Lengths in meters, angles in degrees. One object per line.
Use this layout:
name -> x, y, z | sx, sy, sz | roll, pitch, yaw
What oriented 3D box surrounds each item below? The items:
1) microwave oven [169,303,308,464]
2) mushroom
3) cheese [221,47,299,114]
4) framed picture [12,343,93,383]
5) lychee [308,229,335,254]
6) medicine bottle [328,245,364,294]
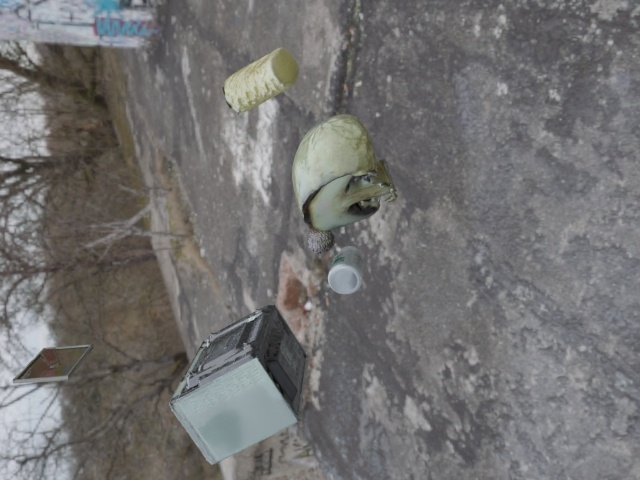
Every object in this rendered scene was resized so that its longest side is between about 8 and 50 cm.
microwave oven -> -0.165, 0.287, 1.257 | 0.181, 0.237, 0.295 | 58, -171, -11
mushroom -> 0.029, -0.135, 1.124 | 0.267, 0.190, 0.164 | 31, -141, -69
cheese -> -0.142, -0.379, 1.384 | 0.167, 0.123, 0.094 | -19, 111, 37
framed picture -> -0.546, 0.252, 1.200 | 0.149, 0.109, 0.011 | -98, 5, -75
lychee -> 0.000, 0.000, 1.438 | 0.083, 0.068, 0.067 | -10, 109, 45
medicine bottle -> 0.065, 0.067, 1.394 | 0.130, 0.080, 0.080 | -71, -12, -66
